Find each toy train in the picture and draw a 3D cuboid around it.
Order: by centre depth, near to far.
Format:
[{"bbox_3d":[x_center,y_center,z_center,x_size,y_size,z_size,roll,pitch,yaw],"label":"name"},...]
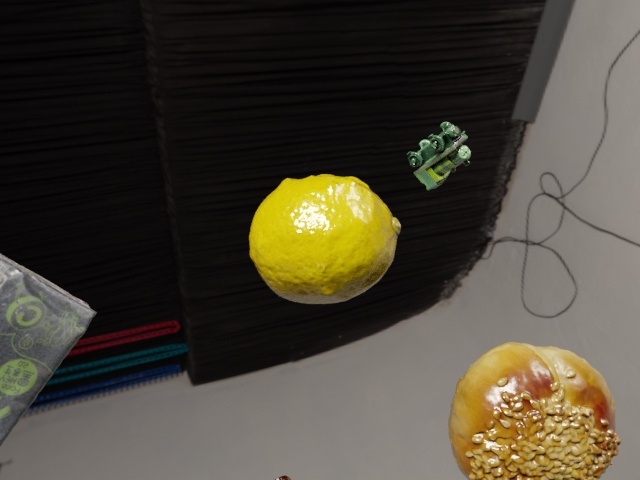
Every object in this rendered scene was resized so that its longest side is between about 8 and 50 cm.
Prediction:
[{"bbox_3d":[0.327,-0.230,1.350,0.132,0.083,0.200,49,155,-4],"label":"toy train"}]

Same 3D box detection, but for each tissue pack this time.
[{"bbox_3d":[-0.659,0.221,0.907,0.124,0.288,0.394,5,60,56],"label":"tissue pack"}]

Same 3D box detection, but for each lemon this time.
[{"bbox_3d":[0.000,0.000,0.886,0.233,0.288,0.234,-8,-90,-70],"label":"lemon"}]

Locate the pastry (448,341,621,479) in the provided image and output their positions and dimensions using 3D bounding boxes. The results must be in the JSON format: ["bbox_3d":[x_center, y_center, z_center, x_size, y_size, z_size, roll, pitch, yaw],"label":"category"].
[{"bbox_3d":[0.503,0.438,1.170,0.245,0.409,0.410,-129,32,-79],"label":"pastry"}]

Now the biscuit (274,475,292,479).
[{"bbox_3d":[0.001,0.500,0.738,0.073,0.107,0.388,19,142,51],"label":"biscuit"}]
